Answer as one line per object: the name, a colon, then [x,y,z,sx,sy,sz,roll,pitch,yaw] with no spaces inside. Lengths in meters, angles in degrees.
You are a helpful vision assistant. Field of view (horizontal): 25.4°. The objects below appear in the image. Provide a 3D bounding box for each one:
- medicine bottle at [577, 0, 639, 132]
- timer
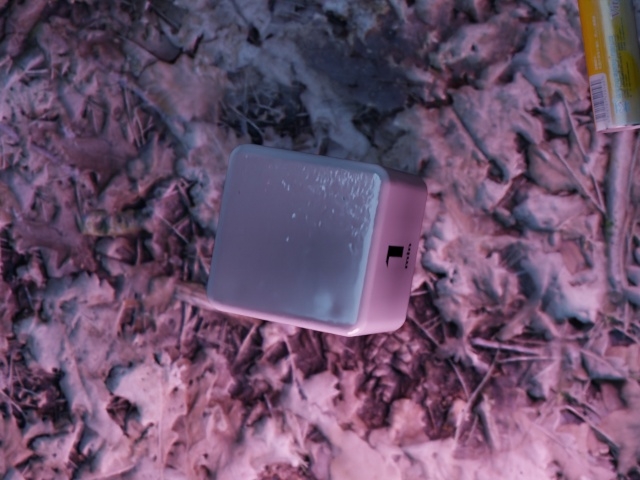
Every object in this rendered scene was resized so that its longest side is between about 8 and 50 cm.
medicine bottle: [0.329,-0.234,1.621,0.074,0.074,0.218,-8,88,18]
timer: [0.000,0.000,1.655,0.192,0.195,0.194,10,93,18]
